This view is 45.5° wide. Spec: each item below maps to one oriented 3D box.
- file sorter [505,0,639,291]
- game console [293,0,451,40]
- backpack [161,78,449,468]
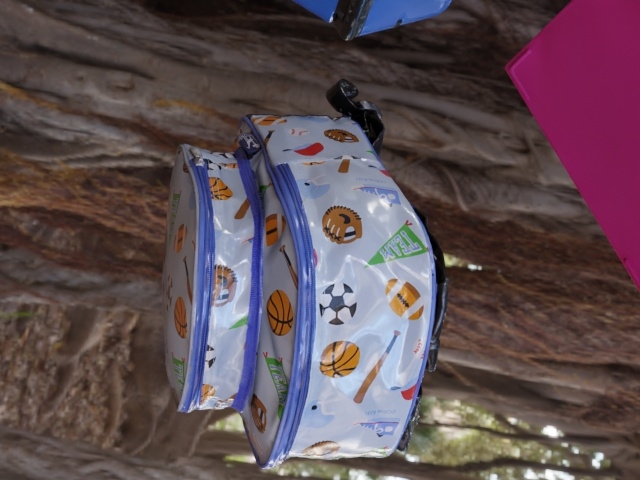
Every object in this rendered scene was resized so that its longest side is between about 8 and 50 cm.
[{"bbox_3d":[0.375,-0.130,0.766,0.290,0.182,0.202,62,-26,9],"label":"file sorter"},{"bbox_3d":[0.064,-0.406,0.916,0.173,0.250,0.293,61,-25,18],"label":"game console"},{"bbox_3d":[-0.018,0.039,0.603,0.263,0.213,0.276,-131,-142,-55],"label":"backpack"}]
